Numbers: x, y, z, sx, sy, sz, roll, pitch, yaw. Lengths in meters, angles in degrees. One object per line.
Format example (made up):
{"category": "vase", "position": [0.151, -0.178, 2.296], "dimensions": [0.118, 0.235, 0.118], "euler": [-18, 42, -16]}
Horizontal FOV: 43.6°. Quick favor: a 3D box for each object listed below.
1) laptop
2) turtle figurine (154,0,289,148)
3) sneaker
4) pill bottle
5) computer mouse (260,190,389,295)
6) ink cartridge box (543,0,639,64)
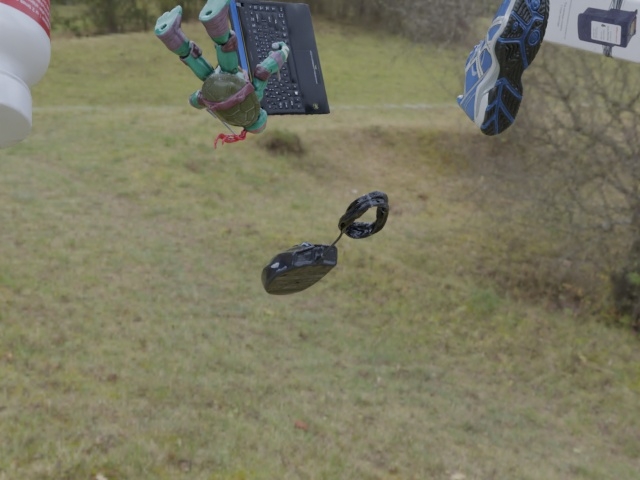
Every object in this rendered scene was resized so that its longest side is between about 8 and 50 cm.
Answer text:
{"category": "laptop", "position": [-0.079, -0.364, 1.489], "dimensions": [0.264, 0.234, 0.136], "euler": [-7, -7, -34]}
{"category": "turtle figurine", "position": [-0.125, -0.228, 1.130], "dimensions": [0.175, 0.234, 0.118], "euler": [-22, 46, 12]}
{"category": "sneaker", "position": [0.231, -0.247, 1.047], "dimensions": [0.080, 0.211, 0.081], "euler": [-5, 35, -34]}
{"category": "pill bottle", "position": [-0.497, -0.344, 1.118], "dimensions": [0.229, 0.408, 0.229], "euler": [-7, -17, -2]}
{"category": "computer mouse", "position": [0.000, 0.000, 0.833], "dimensions": [0.071, 0.242, 0.041], "euler": [-1, 67, -31]}
{"category": "ink cartridge box", "position": [0.487, -0.360, 1.273], "dimensions": [0.237, 0.100, 0.172], "euler": [27, 40, 35]}
